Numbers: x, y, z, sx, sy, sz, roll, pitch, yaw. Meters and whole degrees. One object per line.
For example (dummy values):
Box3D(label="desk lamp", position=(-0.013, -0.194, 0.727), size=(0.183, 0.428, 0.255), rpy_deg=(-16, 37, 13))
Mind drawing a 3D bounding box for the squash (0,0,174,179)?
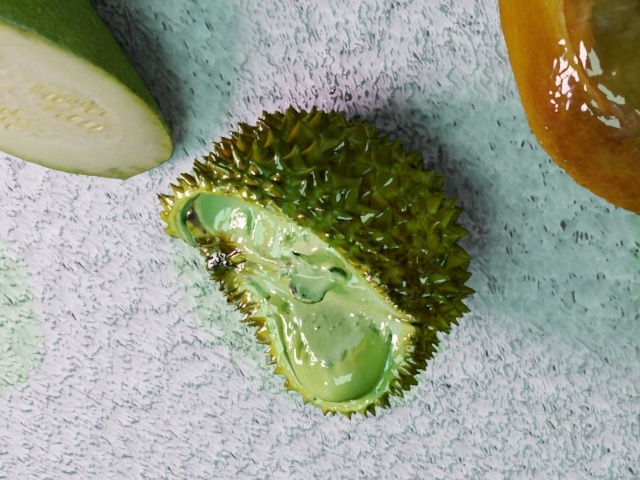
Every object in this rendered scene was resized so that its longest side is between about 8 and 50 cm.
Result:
Box3D(label="squash", position=(-0.248, -0.126, 1.426), size=(0.189, 0.189, 0.260), rpy_deg=(-21, 106, 40))

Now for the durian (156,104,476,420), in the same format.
Box3D(label="durian", position=(0.003, 0.002, 1.375), size=(0.237, 0.176, 0.200), rpy_deg=(44, 125, -11))

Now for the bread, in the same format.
Box3D(label="bread", position=(0.209, -0.102, 1.196), size=(0.260, 0.134, 0.129), rpy_deg=(44, 135, -4))
